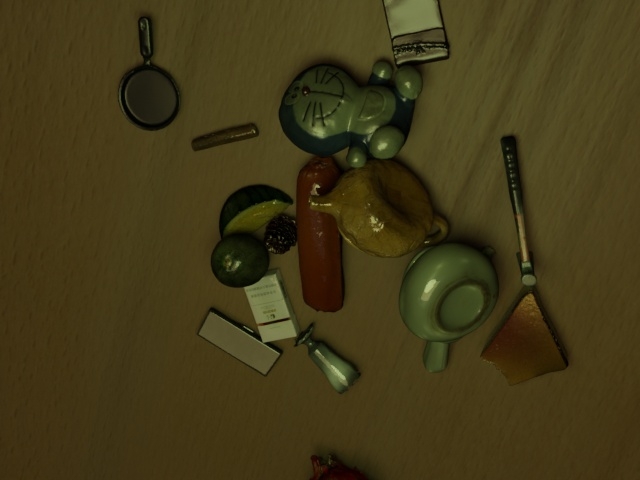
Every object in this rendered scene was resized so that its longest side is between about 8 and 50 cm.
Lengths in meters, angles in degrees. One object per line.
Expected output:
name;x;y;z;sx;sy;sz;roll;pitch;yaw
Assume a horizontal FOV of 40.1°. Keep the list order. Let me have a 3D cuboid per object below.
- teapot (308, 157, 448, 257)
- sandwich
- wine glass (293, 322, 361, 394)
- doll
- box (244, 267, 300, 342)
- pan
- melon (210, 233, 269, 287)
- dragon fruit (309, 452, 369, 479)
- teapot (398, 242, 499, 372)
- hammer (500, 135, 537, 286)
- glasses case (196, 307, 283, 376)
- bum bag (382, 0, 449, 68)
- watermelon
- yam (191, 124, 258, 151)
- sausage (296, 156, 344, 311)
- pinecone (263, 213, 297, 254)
teapot;0.114;-0.045;1.729;0.311;0.203;0.167;19;138;-32
sandwich;0.404;0.200;1.819;0.162;0.058;0.193;-22;107;20
wine glass;0.013;0.260;1.921;0.072;0.072;0.155;-41;96;23
doll;0.050;-0.246;1.675;0.258;0.154;0.228;15;73;6
box;-0.108;0.144;1.921;0.084;0.040;0.154;-13;108;15
pan;-0.351;-0.341;1.797;0.136;0.028;0.235;7;115;9
melon;-0.169;0.043;1.828;0.114;0.167;0.114;1;93;16
dragon fruit;0.047;0.611;1.986;0.210;0.205;0.268;-15;69;-9
teapot;0.233;0.143;1.756;0.220;0.149;0.318;10;115;-28
hammer;0.386;-0.059;1.712;0.033;0.111;0.288;-8;100;12
glasses case;-0.181;0.227;1.967;0.190;0.042;0.072;32;107;-1
bum bag;0.178;-0.410;1.656;0.109;0.026;0.159;-10;108;17
watermelon;-0.160;-0.066;1.857;0.181;0.092;0.075;-37;54;25
yam;-0.198;-0.212;1.811;0.145;0.032;0.032;-12;107;17
sausage;-0.001;0.000;1.814;0.097;0.094;0.348;5;112;17
pinecone;-0.085;-0.011;1.835;0.077;0.083;0.077;18;125;27
